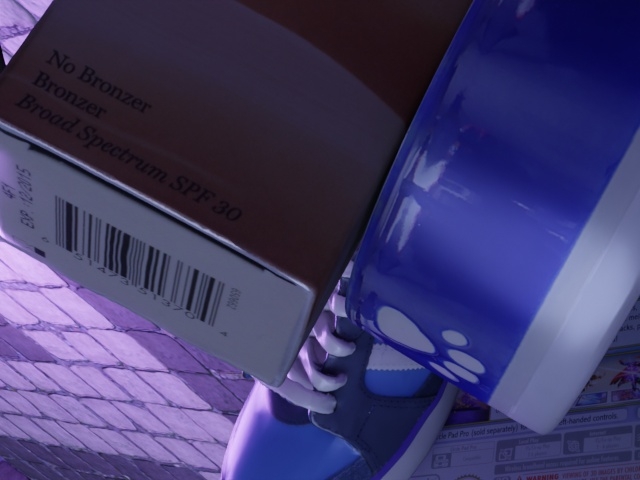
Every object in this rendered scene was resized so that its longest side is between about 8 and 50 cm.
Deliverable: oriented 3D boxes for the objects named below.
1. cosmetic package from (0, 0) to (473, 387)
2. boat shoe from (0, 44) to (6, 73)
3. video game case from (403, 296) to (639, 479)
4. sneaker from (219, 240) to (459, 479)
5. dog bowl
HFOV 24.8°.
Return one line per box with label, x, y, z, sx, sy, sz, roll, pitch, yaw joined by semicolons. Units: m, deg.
cosmetic package;-0.008;-0.107;0.641;0.153;0.296;0.129;27;155;2
boat shoe;-0.168;-0.211;0.630;0.132;0.130;0.355;170;85;-79
video game case;0.158;0.101;0.837;0.269;0.244;0.061;-12;143;31
sneaker;0.001;0.000;0.815;0.130;0.323;0.236;30;169;47
dog bowl;0.117;-0.054;0.642;0.104;0.265;0.265;29;156;9
